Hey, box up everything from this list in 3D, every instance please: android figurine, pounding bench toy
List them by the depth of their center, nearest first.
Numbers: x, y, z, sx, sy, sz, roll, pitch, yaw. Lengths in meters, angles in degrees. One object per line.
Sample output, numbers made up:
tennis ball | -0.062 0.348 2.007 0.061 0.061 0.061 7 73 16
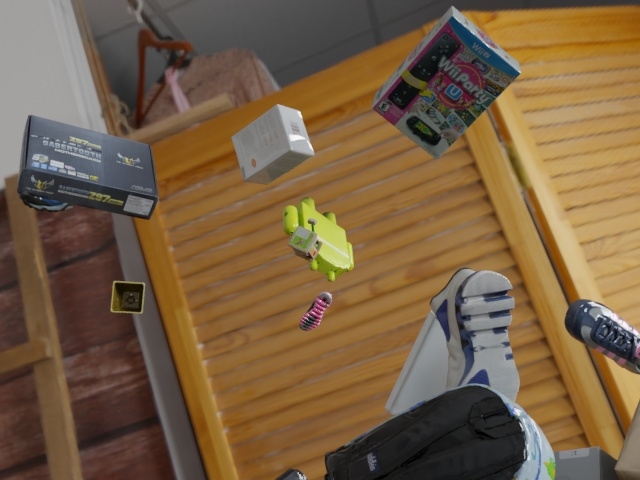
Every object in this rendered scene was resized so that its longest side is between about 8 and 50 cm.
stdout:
pounding bench toy | -0.026 -0.004 1.662 0.083 0.052 0.065 -61 -24 -14
android figurine | 0.000 0.000 1.996 0.248 0.273 0.056 32 -59 -30

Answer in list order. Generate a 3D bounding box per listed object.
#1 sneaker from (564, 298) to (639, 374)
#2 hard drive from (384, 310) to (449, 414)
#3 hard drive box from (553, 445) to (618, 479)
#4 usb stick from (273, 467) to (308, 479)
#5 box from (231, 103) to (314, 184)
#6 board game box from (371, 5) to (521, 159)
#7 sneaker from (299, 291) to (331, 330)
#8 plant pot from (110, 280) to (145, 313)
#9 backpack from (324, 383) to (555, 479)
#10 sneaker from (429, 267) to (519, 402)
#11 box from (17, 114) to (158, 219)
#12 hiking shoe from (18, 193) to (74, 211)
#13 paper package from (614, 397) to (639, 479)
sneaker | 0.718 0.235 1.735 0.319 0.112 0.131 28 -2 -28
hard drive | 0.317 0.340 1.977 0.203 0.040 0.308 11 -69 -32
hard drive box | 0.574 0.534 1.565 0.181 0.089 0.232 -22 -47 41
usb stick | -0.126 0.418 1.005 0.278 0.077 0.045 -31 14 -19
box | -0.120 -0.235 1.813 0.170 0.130 0.091 -28 -19 33
board game box | 0.309 -0.388 1.821 0.303 0.224 0.097 -48 13 29
sneaker | -0.012 0.179 1.866 0.119 0.047 0.057 -53 9 7
plant pot | -0.502 0.153 1.921 0.081 0.081 0.083 4 -10 -8
backpack | 0.217 0.404 1.247 0.273 0.290 0.355 31 -69 -31
sneaker | 0.293 0.189 1.413 0.127 0.316 0.182 -2 13 -8
box | -0.417 -0.133 1.316 0.232 0.183 0.059 13 -58 -26
hiking shoe | -0.579 -0.160 1.773 0.304 0.113 0.132 -16 -30 -36
paper package | 0.766 0.430 1.385 0.324 0.168 0.309 -10 12 36
